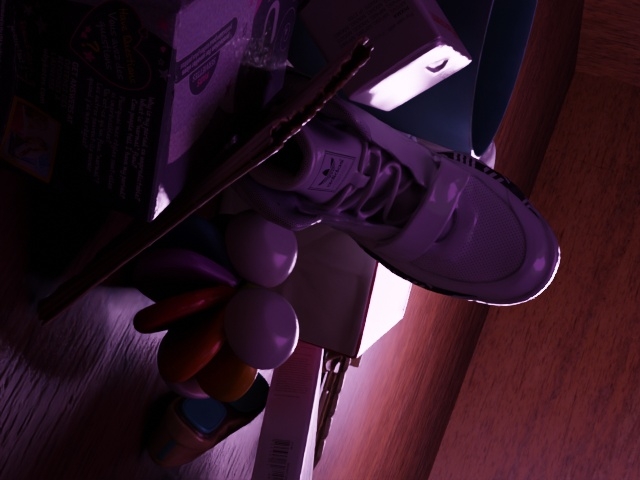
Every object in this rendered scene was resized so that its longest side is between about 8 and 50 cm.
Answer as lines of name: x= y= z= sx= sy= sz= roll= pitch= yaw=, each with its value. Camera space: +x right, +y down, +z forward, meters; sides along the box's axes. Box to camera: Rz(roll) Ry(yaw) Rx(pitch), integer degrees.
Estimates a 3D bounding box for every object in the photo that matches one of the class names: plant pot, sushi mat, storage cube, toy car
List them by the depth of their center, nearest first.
sushi mat: x=-0.091 y=-0.041 z=1.131 sx=0.316 sy=0.019 sz=0.151 roll=-34 pitch=-170 yaw=42
toy car: x=-0.110 y=0.052 z=1.379 sx=0.159 sy=0.136 sz=0.182 roll=-29 pitch=-128 yaw=44
plant pot: x=0.091 y=-0.256 z=1.601 sx=0.293 sy=0.235 sz=0.293 roll=15 pitch=90 yaw=-76
storage cube: x=0.000 y=0.000 z=1.630 sx=0.193 sy=0.183 sz=0.215 roll=-29 pitch=133 yaw=-70

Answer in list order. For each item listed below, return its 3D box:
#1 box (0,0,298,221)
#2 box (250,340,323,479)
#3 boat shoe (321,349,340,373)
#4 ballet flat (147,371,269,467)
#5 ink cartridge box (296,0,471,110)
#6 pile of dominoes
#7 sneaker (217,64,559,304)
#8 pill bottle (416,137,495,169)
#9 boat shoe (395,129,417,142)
box: x=-0.116 y=-0.152 z=1.067 sx=0.247 sy=0.142 sz=0.163 roll=-55 pitch=161 yaw=-56
box: x=-0.043 y=0.284 z=1.725 sx=0.322 sy=0.058 sz=0.232 roll=97 pitch=3 yaw=-50
boat shoe: x=0.014 y=0.114 z=1.972 sx=0.307 sy=0.104 sz=0.111 roll=72 pitch=34 yaw=-69
ballet flat: x=-0.125 y=0.186 z=1.621 sx=0.073 sy=0.080 sz=0.232 roll=-49 pitch=170 yaw=17
ink cartridge box: x=0.023 y=-0.241 z=1.348 sx=0.100 sy=0.237 sz=0.172 roll=-33 pitch=173 yaw=13
pile of dominoes: x=0.032 y=0.216 z=2.175 sx=0.196 sy=0.040 sz=0.251 roll=151 pitch=-45 yaw=-84
sneaker: x=0.049 y=-0.041 z=1.375 sx=0.137 sy=0.365 sz=0.210 roll=-60 pitch=177 yaw=10
pill bottle: x=0.177 y=-0.092 z=2.279 sx=0.160 sy=0.160 sz=0.283 roll=-58 pitch=158 yaw=-49
boat shoe: x=0.047 y=-0.106 z=1.909 sx=0.109 sy=0.094 sz=0.302 roll=66 pitch=22 yaw=-3
